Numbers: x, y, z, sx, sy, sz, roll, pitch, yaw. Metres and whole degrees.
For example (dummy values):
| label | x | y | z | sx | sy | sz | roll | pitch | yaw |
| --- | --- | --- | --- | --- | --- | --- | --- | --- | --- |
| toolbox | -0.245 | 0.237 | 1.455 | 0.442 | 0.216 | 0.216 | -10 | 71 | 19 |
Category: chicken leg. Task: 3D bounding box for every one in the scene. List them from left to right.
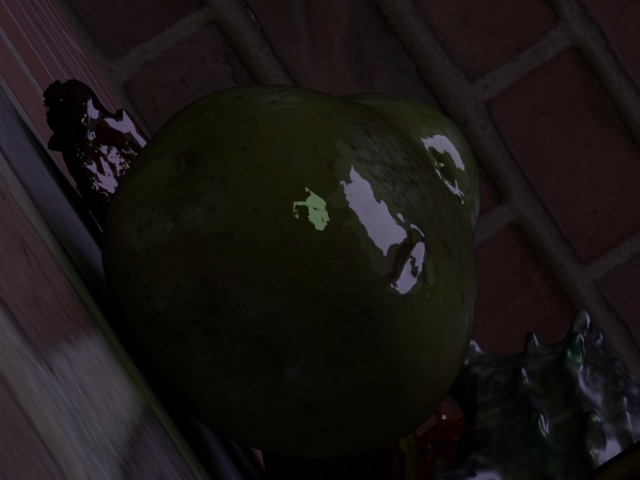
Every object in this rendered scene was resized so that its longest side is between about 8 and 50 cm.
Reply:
| label | x | y | z | sx | sy | sz | roll | pitch | yaw |
| --- | --- | --- | --- | --- | --- | --- | --- | --- | --- |
| chicken leg | -0.078 | 0.009 | 0.829 | 0.205 | 0.053 | 0.093 | 63 | -19 | -9 |

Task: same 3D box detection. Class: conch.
| label | x | y | z | sx | sy | sz | roll | pitch | yaw |
| --- | --- | --- | --- | --- | --- | --- | --- | --- | --- |
| conch | 0.130 | 0.179 | 0.827 | 0.313 | 0.186 | 0.241 | 60 | -14 | 17 |

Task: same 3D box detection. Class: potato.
| label | x | y | z | sx | sy | sz | roll | pitch | yaw |
| --- | --- | --- | --- | --- | --- | --- | --- | --- | --- |
| potato | 0.000 | 0.000 | 0.681 | 0.157 | 0.157 | 0.194 | 58 | 36 | -9 |

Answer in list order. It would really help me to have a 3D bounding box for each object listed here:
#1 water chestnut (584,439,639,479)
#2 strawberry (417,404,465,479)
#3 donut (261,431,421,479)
| label | x | y | z | sx | sy | sz | roll | pitch | yaw |
| --- | --- | --- | --- | --- | --- | --- | --- | --- | --- |
| water chestnut | 0.161 | 0.181 | 0.455 | 0.289 | 0.289 | 0.244 | 57 | -34 | -1 |
| strawberry | 0.149 | 0.208 | 1.139 | 0.343 | 0.292 | 0.292 | 24 | -29 | 54 |
| donut | 0.008 | 0.078 | 0.841 | 0.184 | 0.073 | 0.166 | 63 | 21 | -78 |
